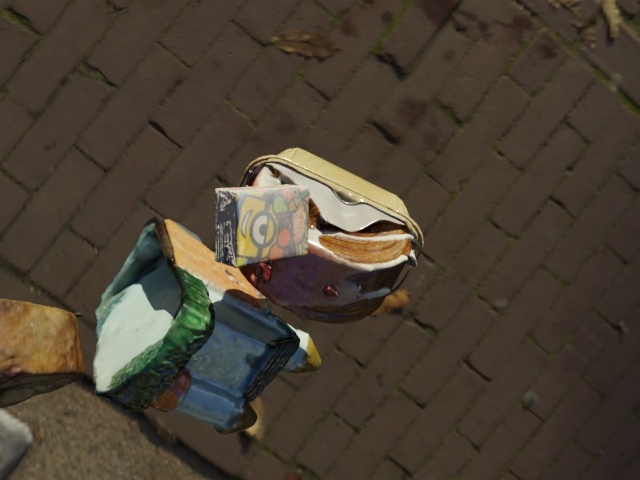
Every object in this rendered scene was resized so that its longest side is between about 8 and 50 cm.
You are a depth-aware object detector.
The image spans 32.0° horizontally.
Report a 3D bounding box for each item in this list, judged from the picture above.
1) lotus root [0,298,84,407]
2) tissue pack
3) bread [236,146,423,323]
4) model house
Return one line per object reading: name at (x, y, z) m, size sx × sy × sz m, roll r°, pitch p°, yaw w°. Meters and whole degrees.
lotus root at (-0.284, 0.095, 0.921) m, size 0.170 × 0.260 × 0.075 m, roll -13°, pitch 75°, yaw 19°
tissue pack at (-0.048, -0.013, 0.915) m, size 0.083 × 0.035 × 0.063 m, roll -6°, pitch 99°, yaw -47°
bread at (0.000, 0.000, 1.274) m, size 0.224 × 0.212 × 0.142 m, roll 26°, pitch 123°, yaw -4°
model house at (-0.128, 0.134, 1.440) m, size 0.291 × 0.253 × 0.184 m, roll 26°, pitch 106°, yaw -26°
